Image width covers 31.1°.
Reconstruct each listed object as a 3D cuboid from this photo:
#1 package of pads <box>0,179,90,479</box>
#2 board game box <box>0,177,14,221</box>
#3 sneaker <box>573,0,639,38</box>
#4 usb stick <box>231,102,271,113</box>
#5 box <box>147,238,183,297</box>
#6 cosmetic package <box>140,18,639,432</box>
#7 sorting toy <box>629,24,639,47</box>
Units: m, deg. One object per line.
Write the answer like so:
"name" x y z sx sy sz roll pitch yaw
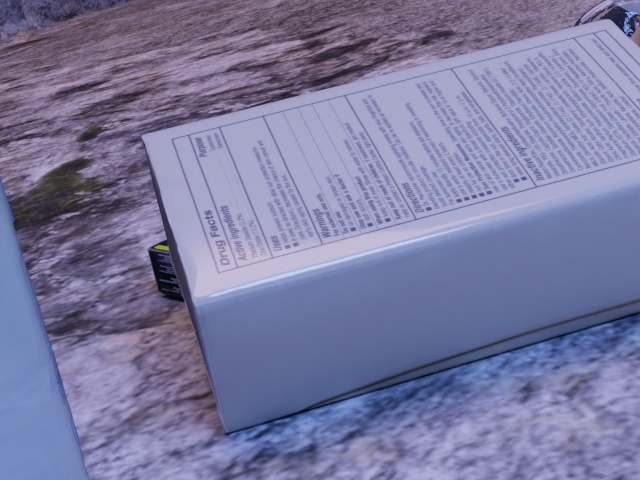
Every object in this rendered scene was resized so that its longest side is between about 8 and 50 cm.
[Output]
"package of pads" -0.268 0.077 0.514 0.296 0.229 0.101 -23 27 -26
"board game box" -0.523 -0.028 1.197 0.302 0.086 0.308 -23 22 -32
"sneaker" 0.382 -0.216 1.194 0.228 0.086 0.132 -12 21 -4
"usb stick" -0.085 -0.085 1.156 0.077 0.045 0.278 -8 19 9
"box" 0.000 0.000 0.862 0.190 0.045 0.184 8 29 44
"cosmetic package" 0.065 -0.016 0.686 0.309 0.113 0.160 -15 43 -8
"sorting toy" 0.418 -0.209 1.024 0.255 0.089 0.257 11 35 27
